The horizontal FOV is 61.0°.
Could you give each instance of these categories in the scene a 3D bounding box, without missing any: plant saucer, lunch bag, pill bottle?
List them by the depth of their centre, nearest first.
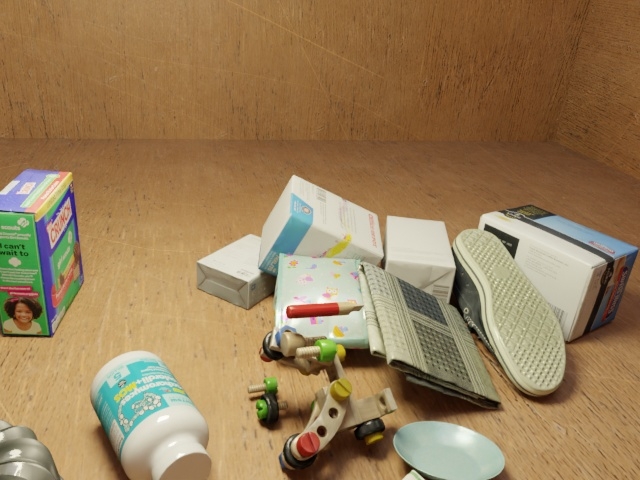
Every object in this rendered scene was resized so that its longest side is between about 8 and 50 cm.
[{"bbox_3d":[-0.287,0.316,0.936,0.146,0.146,0.264,-15,32,-35],"label":"pill bottle"},{"bbox_3d":[0.226,0.387,0.969,0.195,0.037,0.195,4,9,-1],"label":"plant saucer"},{"bbox_3d":[-0.001,0.162,1.286,0.223,0.160,0.262,3,34,-4],"label":"lunch bag"}]

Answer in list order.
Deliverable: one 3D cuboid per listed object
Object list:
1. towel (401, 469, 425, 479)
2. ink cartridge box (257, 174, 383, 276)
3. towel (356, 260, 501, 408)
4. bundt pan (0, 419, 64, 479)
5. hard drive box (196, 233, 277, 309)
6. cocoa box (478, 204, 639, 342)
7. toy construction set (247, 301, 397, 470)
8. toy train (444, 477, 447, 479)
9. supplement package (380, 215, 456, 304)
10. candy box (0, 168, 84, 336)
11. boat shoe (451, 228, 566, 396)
[{"bbox_3d":[0.118,0.485,0.740,0.325,0.038,0.248,-22,43,-41],"label":"towel"},{"bbox_3d":[0.000,0.000,1.454,0.270,0.197,0.198,24,32,-17],"label":"ink cartridge box"},{"bbox_3d":[0.227,0.209,1.202,0.312,0.056,0.324,27,27,-23],"label":"towel"},{"bbox_3d":[-0.539,0.376,0.771,0.330,0.124,0.331,5,23,-2],"label":"bundt pan"},{"bbox_3d":[-0.199,0.079,1.514,0.181,0.089,0.232,19,29,27],"label":"hard drive box"},{"bbox_3d":[0.628,0.073,1.503,0.228,0.231,0.347,-12,30,-33],"label":"cocoa box"},{"bbox_3d":[0.029,0.244,0.994,0.237,0.309,0.257,-2,34,-24],"label":"toy construction set"},{"bbox_3d":[0.155,0.432,0.905,0.158,0.027,0.036,-9,25,-27],"label":"toy train"},{"bbox_3d":[0.260,0.071,1.506,0.175,0.178,0.293,6,26,4],"label":"supplement package"},{"bbox_3d":[-0.666,0.022,1.288,0.122,0.317,0.268,1,26,-8],"label":"candy box"},{"bbox_3d":[0.445,0.179,1.352,0.186,0.156,0.500,1,40,-13],"label":"boat shoe"}]
